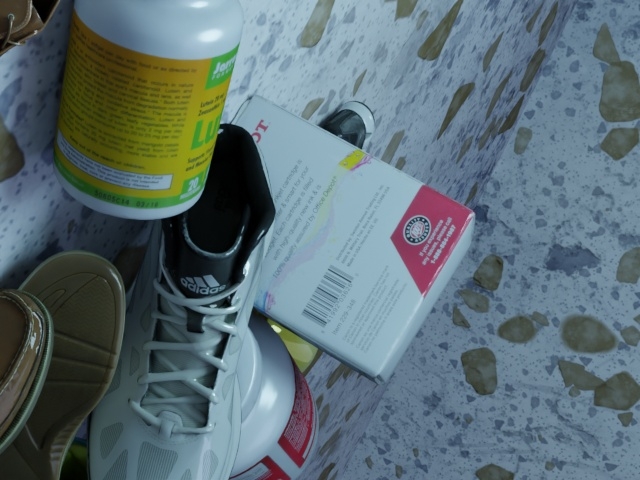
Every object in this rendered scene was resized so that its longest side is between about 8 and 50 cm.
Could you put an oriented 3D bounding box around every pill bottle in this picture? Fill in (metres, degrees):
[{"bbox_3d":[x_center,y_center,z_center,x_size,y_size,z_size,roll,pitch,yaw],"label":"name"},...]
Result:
[{"bbox_3d":[-0.141,-0.151,0.869,0.136,0.136,0.245,-40,155,-50],"label":"pill bottle"},{"bbox_3d":[-0.135,0.209,1.358,0.229,0.229,0.407,-56,164,-14],"label":"pill bottle"}]

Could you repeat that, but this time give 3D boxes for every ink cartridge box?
[{"bbox_3d":[0.000,0.000,1.254,0.226,0.306,0.131,-58,165,-7],"label":"ink cartridge box"}]

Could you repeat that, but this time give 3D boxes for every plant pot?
[{"bbox_3d":[-0.082,0.143,1.623,0.095,0.134,0.134,35,85,-48],"label":"plant pot"}]

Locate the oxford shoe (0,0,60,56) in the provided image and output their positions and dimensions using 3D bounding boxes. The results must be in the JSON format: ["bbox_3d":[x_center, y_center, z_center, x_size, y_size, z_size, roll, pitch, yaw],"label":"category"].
[{"bbox_3d":[-0.234,-0.148,0.708,0.212,0.076,0.076,-54,165,-12],"label":"oxford shoe"}]

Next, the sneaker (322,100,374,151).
[{"bbox_3d":[0.010,-0.090,1.551,0.106,0.078,0.234,-35,147,-49],"label":"sneaker"}]

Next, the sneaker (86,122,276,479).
[{"bbox_3d":[-0.148,0.089,1.033,0.257,0.169,0.447,102,-1,-76],"label":"sneaker"}]

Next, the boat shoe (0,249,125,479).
[{"bbox_3d":[-0.286,0.149,1.045,0.110,0.122,0.341,-113,-135,-65],"label":"boat shoe"}]

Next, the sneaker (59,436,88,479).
[{"bbox_3d":[-0.302,0.343,1.312,0.319,0.208,0.127,-25,-163,41],"label":"sneaker"}]

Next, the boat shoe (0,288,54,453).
[{"bbox_3d":[-0.340,0.162,0.867,0.307,0.111,0.104,-55,164,-16],"label":"boat shoe"}]
